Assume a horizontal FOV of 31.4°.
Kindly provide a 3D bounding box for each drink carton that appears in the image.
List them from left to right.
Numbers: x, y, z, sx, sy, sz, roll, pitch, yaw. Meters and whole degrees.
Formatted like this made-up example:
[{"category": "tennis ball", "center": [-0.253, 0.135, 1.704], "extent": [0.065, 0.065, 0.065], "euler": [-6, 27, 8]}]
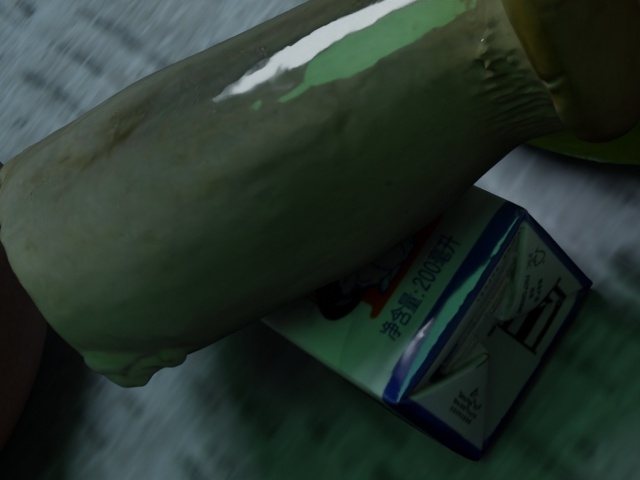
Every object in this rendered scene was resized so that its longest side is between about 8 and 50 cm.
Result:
[{"category": "drink carton", "center": [0.000, 0.000, 0.715], "extent": [0.315, 0.106, 0.130], "euler": [29, 82, 44]}]

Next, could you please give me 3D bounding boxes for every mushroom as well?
[{"category": "mushroom", "center": [-0.025, -0.041, 0.597], "extent": [0.407, 0.137, 0.154], "euler": [-22, 40, 34]}]

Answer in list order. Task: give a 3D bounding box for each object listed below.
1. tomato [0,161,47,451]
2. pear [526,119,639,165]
[{"category": "tomato", "center": [-0.341, 0.043, 0.798], "extent": [0.322, 0.321, 0.321], "euler": [-17, 57, 28]}, {"category": "pear", "center": [0.213, -0.174, 0.613], "extent": [0.282, 0.176, 0.286], "euler": [33, 88, 40]}]
